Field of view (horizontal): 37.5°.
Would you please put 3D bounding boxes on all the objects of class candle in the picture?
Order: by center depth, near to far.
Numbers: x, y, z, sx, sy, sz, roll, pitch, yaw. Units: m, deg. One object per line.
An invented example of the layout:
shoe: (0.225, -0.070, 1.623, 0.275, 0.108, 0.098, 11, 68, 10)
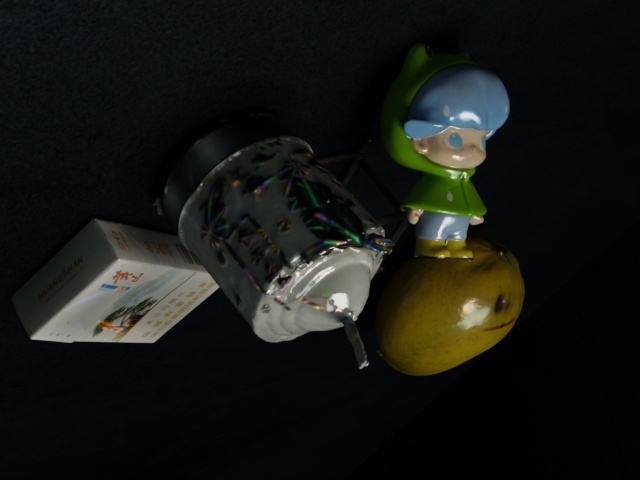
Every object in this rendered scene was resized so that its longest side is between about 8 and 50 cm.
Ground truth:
candle: (-0.027, 0.015, 1.019, 0.187, 0.330, 0.187, -31, 151, -19)

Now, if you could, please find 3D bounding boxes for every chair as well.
chair: (0.000, 0.000, 1.282, 0.154, 0.141, 0.260, -17, 149, -39)

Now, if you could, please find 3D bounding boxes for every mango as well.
mango: (0.232, 0.149, 1.832, 0.301, 0.220, 0.445, -27, 161, -27)

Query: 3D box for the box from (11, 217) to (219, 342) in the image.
box: (-0.233, 0.055, 1.133, 0.149, 0.067, 0.233, -43, 157, 16)

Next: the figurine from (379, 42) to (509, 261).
figurine: (0.150, -0.107, 1.161, 0.162, 0.263, 0.143, 0, -178, -35)
